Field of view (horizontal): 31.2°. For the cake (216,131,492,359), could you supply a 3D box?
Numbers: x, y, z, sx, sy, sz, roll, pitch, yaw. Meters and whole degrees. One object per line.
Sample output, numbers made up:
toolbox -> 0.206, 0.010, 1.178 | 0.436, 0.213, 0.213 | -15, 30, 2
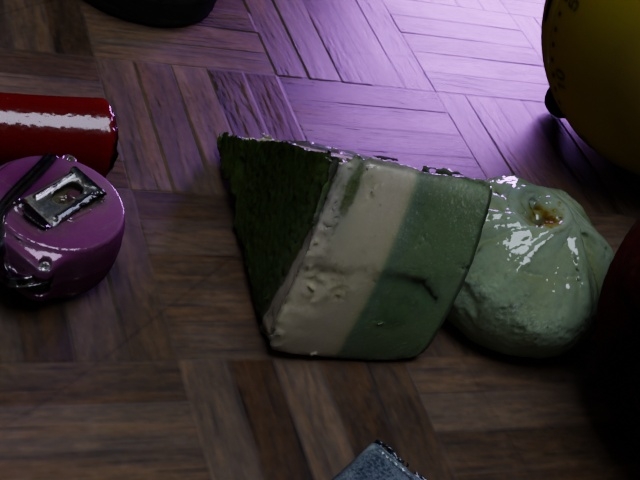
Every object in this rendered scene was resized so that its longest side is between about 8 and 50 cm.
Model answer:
cake -> -0.002, -0.003, 1.022 | 0.158, 0.172, 0.283 | 10, 7, -28

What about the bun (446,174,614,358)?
bun -> 0.186, 0.012, 1.049 | 0.195, 0.118, 0.195 | 16, 35, -12

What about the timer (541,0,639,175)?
timer -> 0.406, -0.248, 1.308 | 0.376, 0.376, 0.387 | 10, 27, -17

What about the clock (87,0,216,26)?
clock -> -0.197, -0.303, 1.275 | 0.184, 0.040, 0.184 | 14, 38, -12

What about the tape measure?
tape measure -> -0.217, -0.011, 0.897 | 0.118, 0.074, 0.125 | 38, 44, 13

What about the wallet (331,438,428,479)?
wallet -> 0.072, 0.250, 0.780 | 0.222, 0.036, 0.167 | 36, 41, 18

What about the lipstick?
lipstick -> -0.292, -0.089, 0.947 | 0.241, 0.080, 0.080 | 2, 43, -26

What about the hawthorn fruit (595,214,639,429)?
hawthorn fruit -> 0.369, 0.072, 0.946 | 0.316, 0.316, 0.316 | 14, 39, -12
